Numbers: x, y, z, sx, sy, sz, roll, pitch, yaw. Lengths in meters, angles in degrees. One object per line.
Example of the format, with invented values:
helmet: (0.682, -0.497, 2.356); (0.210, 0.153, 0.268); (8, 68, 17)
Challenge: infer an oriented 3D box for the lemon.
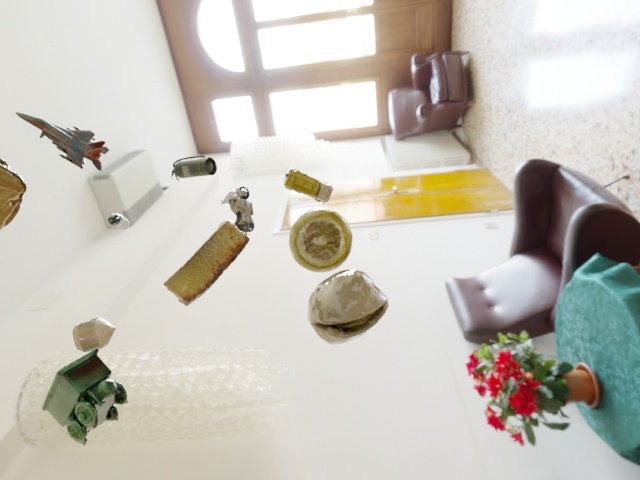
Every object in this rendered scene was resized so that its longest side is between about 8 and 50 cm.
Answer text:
lemon: (0.000, 0.000, 1.499); (0.219, 0.241, 0.240); (-142, 48, -88)

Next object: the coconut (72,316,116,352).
coconut: (-0.745, 0.306, 1.332); (0.110, 0.125, 0.110); (46, 144, 50)

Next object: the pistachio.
pistachio: (0.076, 0.198, 1.176); (0.332, 0.226, 0.207); (-20, -69, -64)

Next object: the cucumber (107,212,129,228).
cucumber: (-0.552, -0.054, 1.098); (0.168, 0.039, 0.039); (160, 106, -77)

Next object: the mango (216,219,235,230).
mango: (-0.473, -0.013, 1.984); (0.109, 0.147, 0.227); (47, -148, -29)

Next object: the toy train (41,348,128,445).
toy train: (-0.726, 0.495, 1.251); (0.266, 0.202, 0.145); (-51, -9, 29)

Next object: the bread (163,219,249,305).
bread: (-0.355, 0.076, 1.264); (0.114, 0.274, 0.185); (44, 160, -6)

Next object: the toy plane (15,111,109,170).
toy plane: (-1.004, -0.396, 1.572); (0.327, 0.104, 0.222); (23, -138, -32)

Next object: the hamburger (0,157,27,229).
hamburger: (-1.072, -0.160, 1.231); (0.283, 0.145, 0.259); (96, -165, -68)

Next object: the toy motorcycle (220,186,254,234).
toy motorcycle: (-0.366, -0.128, 1.793); (0.150, 0.102, 0.221); (-12, -85, -43)

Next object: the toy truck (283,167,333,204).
toy truck: (-0.055, -0.235, 1.741); (0.097, 0.227, 0.114); (-68, 21, 4)

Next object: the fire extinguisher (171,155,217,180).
fire extinguisher: (-0.674, -0.371, 2.081); (0.093, 0.295, 0.118); (-38, -57, -56)
